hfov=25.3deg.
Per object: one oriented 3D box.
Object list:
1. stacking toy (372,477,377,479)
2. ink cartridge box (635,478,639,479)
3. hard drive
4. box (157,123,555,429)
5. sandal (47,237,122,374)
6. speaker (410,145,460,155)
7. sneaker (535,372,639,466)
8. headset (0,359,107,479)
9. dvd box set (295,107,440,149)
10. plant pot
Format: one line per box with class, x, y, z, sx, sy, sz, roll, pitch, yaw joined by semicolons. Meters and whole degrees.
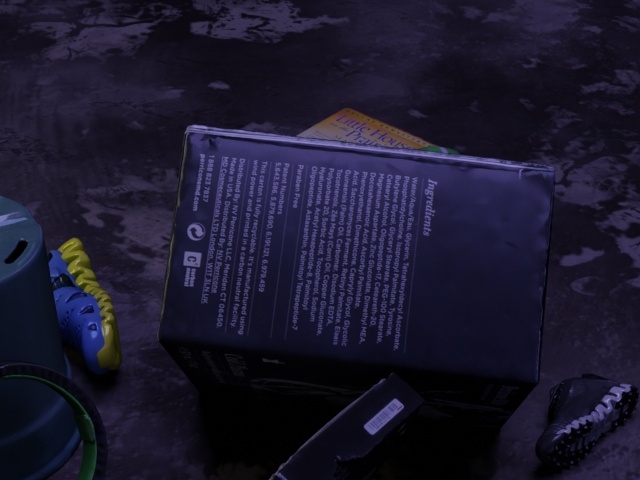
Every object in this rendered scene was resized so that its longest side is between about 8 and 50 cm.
stacking toy;0.112;0.389;1.864;0.166;0.175;0.302;-10;25;-24
ink cartridge box;0.525;0.410;1.938;0.186;0.065;0.311;-11;35;-22
hard drive;-0.018;0.327;1.753;0.064;0.339;0.237;41;47;15
box;0.053;0.069;1.969;0.472;0.480;0.297;5;76;3
sandal;-0.399;0.114;2.229;0.138;0.126;0.317;-14;30;-19
speaker;0.079;-0.083;2.297;0.297;0.131;0.131;-5;35;-15
sneaker;0.372;0.262;2.127;0.106;0.078;0.234;27;36;34
headset;-0.450;0.300;1.785;0.394;0.243;0.185;-20;9;-25
dvd box set;0.031;-0.083;2.457;0.308;0.062;0.420;26;40;29
plant pot;-0.507;0.132;1.991;0.341;0.334;0.341;2;35;-1
